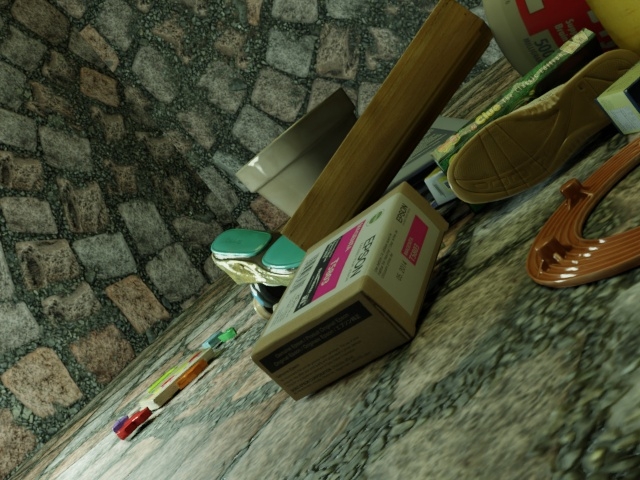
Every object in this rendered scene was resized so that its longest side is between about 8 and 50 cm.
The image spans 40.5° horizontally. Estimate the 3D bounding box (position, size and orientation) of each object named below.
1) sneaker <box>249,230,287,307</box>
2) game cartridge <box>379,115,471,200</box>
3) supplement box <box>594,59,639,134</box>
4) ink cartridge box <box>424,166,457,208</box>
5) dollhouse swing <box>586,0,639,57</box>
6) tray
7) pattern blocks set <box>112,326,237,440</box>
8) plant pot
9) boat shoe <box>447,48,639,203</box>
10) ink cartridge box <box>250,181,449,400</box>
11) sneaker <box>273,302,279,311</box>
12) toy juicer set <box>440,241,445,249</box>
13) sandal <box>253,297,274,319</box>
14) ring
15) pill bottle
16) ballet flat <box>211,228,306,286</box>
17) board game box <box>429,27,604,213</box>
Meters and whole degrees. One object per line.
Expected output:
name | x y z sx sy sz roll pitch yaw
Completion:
sneaker | 0.000 0.000 1.722 0.341 0.125 0.139 -42 8 -19
game cartridge | 0.168 -0.148 1.687 0.297 0.062 0.198 -33 21 -18
supplement box | 0.376 -0.171 0.993 0.083 0.056 0.083 -40 6 -5
ink cartridge box | 0.314 -0.184 1.444 0.303 0.072 0.307 -43 9 -24
dollhouse swing | 0.443 -0.408 0.947 0.305 0.347 0.315 -38 6 2
tray | 0.109 -0.165 1.318 0.411 0.076 0.203 -54 -8 16
pattern blocks set | -0.308 0.300 1.849 0.325 0.026 0.285 -41 6 -17
plant pot | 0.008 -0.151 2.042 0.323 0.280 0.323 -39 5 4
boat shoe | 0.293 -0.136 1.118 0.277 0.098 0.096 -32 -7 15
ink cartridge box | 0.040 0.058 1.055 0.193 0.088 0.234 -36 16 35
sneaker | -0.028 0.106 1.415 0.076 0.065 0.166 -34 8 11
toy juicer set | 0.058 0.032 1.290 0.209 0.089 0.329 -39 6 1
sandal | -0.104 0.097 1.827 0.079 0.088 0.240 -33 14 30
ring | 0.318 -0.076 0.774 0.336 0.032 0.336 -40 6 5
pill bottle | 0.443 -0.382 1.176 0.408 0.229 0.229 -18 18 38
ballet flat | -0.068 0.040 1.560 0.123 0.123 0.348 -43 27 -29
board game box | 0.282 -0.157 1.181 0.260 0.136 0.030 -38 48 6
